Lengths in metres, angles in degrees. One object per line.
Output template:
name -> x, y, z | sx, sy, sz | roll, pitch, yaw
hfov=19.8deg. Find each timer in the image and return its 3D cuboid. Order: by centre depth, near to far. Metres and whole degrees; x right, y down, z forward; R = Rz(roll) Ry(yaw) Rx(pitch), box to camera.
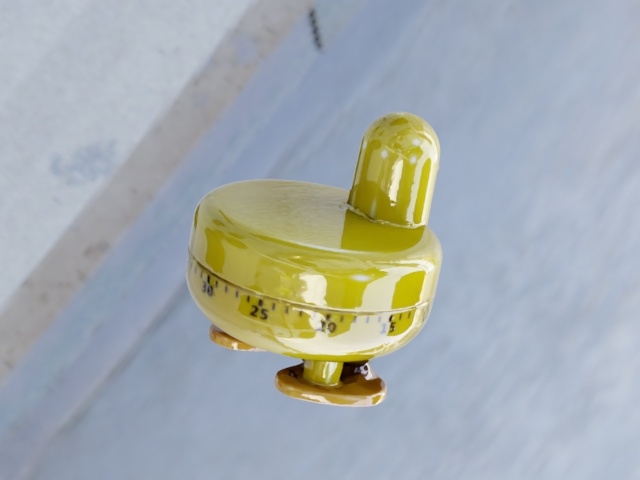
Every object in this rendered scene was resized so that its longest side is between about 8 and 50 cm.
timer -> 0.000, 0.000, 0.752 | 0.107, 0.107, 0.109 | -8, 116, -45
